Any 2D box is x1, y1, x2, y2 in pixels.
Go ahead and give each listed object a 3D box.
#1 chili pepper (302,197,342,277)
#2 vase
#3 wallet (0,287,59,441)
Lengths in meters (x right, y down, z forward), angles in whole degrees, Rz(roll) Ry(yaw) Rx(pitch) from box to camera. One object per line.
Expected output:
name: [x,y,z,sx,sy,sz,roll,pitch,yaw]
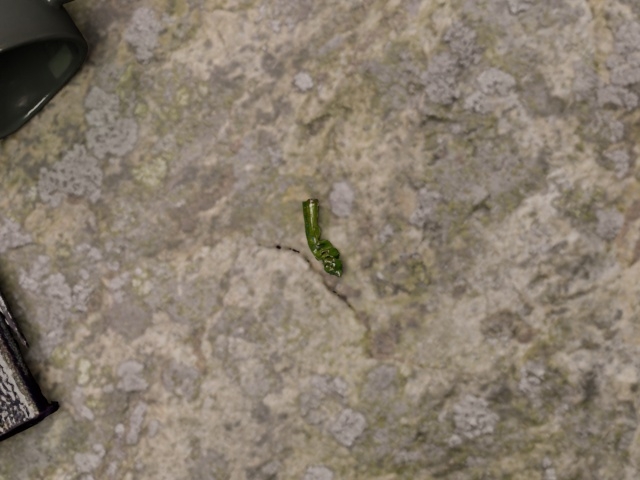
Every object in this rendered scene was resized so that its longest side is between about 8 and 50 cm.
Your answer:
chili pepper: [0.000,0.000,1.462,0.027,0.022,0.083,-23,82,8]
vase: [-0.338,-0.269,1.458,0.251,0.156,0.301,-31,78,19]
wallet: [-0.413,0.129,1.502,0.262,0.071,0.221,-28,90,10]
